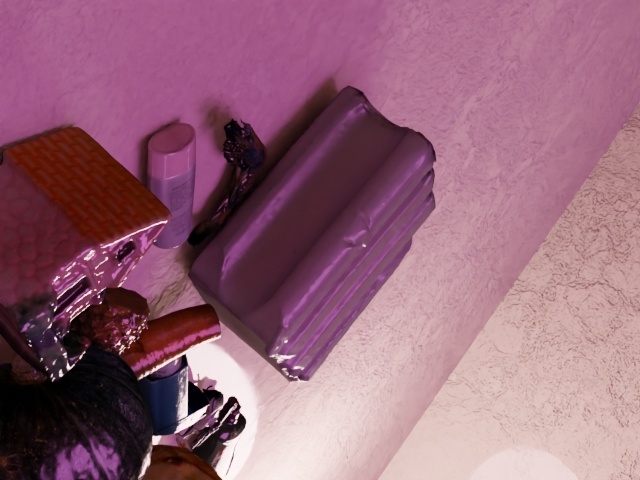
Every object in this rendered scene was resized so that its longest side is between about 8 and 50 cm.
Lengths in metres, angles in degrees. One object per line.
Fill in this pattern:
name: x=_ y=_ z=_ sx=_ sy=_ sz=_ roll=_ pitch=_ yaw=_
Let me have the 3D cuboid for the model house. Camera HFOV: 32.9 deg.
model house: x=-0.312 y=0.018 z=1.340 sx=0.237 sy=0.202 sz=0.237 roll=-43 pitch=155 yaw=-20

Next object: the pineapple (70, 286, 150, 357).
pineapple: x=-0.352 y=0.174 z=1.610 sx=0.251 sy=0.125 sz=0.125 roll=-54 pitch=158 yaw=16

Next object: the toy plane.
toy plane: x=-0.235 y=0.350 z=2.121 sx=0.053 sy=0.078 sz=0.197 roll=-23 pitch=157 yaw=-54

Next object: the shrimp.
shrimp: x=-0.146 y=-0.082 z=1.645 sx=0.198 sy=0.051 sz=0.262 roll=-60 pitch=173 yaw=-11

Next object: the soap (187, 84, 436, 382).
soap: x=0.000 y=0.000 z=1.871 sx=0.435 sy=0.213 sz=0.350 roll=-50 pitch=161 yaw=-8

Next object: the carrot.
carrot: x=-0.259 y=0.162 z=1.770 sx=0.193 sy=0.087 sz=0.087 roll=-28 pitch=149 yaw=-22

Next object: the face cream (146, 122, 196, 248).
face cream: x=-0.218 y=-0.076 z=1.574 sx=0.084 sy=0.057 sz=0.198 roll=-41 pitch=153 yaw=-38

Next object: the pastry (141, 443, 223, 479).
pastry: x=-0.300 y=0.532 z=1.908 sx=0.312 sy=0.388 sz=0.388 roll=-65 pitch=178 yaw=-59

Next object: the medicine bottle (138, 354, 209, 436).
medicine bottle: x=-0.264 y=0.252 z=1.919 sx=0.124 sy=0.079 sz=0.258 roll=-33 pitch=150 yaw=-28

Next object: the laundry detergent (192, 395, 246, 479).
laundry detergent: x=-0.207 y=0.412 z=2.263 sx=0.144 sy=0.078 sz=0.222 roll=-17 pitch=136 yaw=-57

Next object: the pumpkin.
pumpkin: x=-0.373 y=0.296 z=1.511 sx=0.293 sy=0.197 sz=0.263 roll=-19 pitch=139 yaw=-14
